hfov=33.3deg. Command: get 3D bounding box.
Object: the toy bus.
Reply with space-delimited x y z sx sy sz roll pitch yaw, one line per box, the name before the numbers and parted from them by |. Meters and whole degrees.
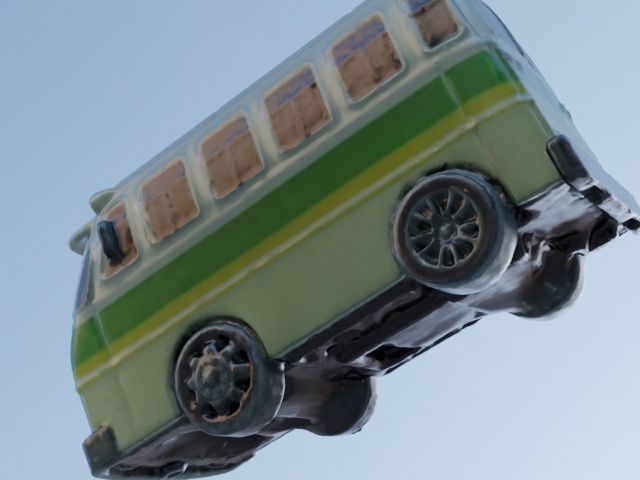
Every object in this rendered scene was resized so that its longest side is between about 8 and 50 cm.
toy bus | 0.000 0.000 0.538 0.276 0.165 0.133 -32 -24 19
